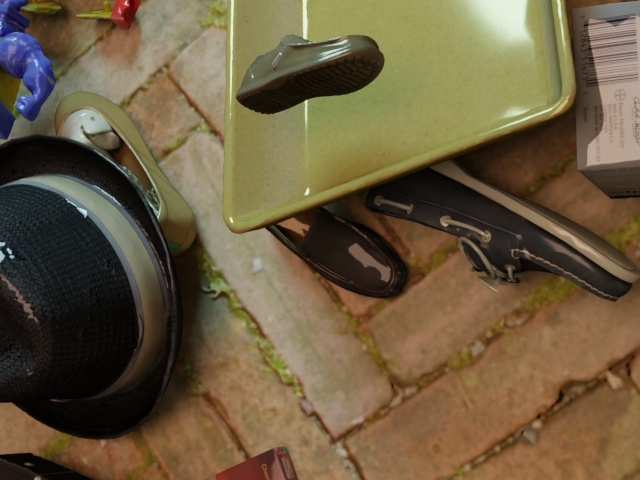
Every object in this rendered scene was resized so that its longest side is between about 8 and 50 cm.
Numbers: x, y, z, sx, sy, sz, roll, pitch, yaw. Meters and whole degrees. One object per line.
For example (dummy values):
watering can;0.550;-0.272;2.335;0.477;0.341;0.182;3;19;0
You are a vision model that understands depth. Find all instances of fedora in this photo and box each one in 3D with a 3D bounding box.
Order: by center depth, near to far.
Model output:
fedora;-0.292;0.054;1.111;0.334;0.152;0.334;7;102;35

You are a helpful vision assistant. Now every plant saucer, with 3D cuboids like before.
plant saucer;0.067;-0.185;0.994;0.332;0.081;0.333;-19;59;34

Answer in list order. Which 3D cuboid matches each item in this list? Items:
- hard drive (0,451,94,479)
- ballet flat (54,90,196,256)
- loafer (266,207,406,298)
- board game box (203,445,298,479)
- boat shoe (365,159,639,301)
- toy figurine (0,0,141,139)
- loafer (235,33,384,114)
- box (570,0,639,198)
hard drive;-0.194;0.358;1.085;0.339;0.064;0.237;14;91;31
ballet flat;-0.207;-0.078;1.172;0.232;0.073;0.080;45;102;25
loafer;0.000;0.000;1.063;0.170;0.061;0.062;30;95;26
board game box;-0.047;0.344;1.059;0.145;0.027;0.281;-28;72;20
boat shoe;0.142;-0.006;0.974;0.254;0.095;0.079;30;97;29
toy figurine;-0.383;-0.196;1.171;0.362;0.191;0.217;11;74;21
loafer;-0.011;-0.143;0.948;0.148;0.056;0.050;-10;67;39
box;0.244;-0.105;0.912;0.072;0.137;0.126;-4;82;23
